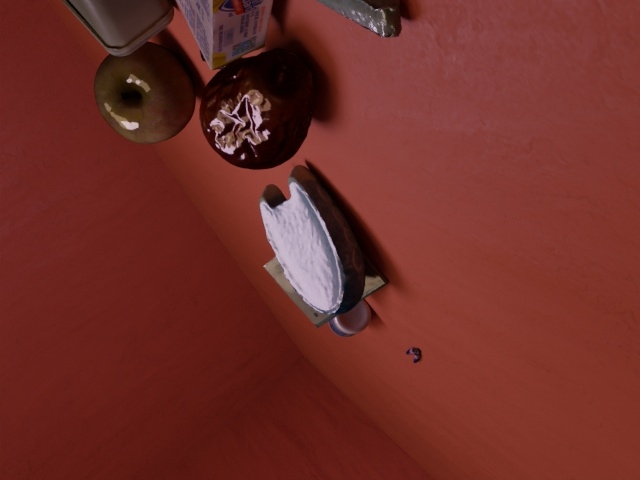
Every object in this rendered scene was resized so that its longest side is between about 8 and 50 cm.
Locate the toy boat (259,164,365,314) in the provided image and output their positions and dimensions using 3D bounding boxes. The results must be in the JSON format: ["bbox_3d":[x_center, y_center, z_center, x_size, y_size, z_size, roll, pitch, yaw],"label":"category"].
[{"bbox_3d":[0.000,0.000,1.470,0.215,0.123,0.330,-30,87,48],"label":"toy boat"}]

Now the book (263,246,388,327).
[{"bbox_3d":[0.007,0.077,1.590,0.215,0.025,0.283,49,135,0],"label":"book"}]

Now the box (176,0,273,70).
[{"bbox_3d":[-0.142,-0.370,0.927,0.168,0.097,0.265,64,168,5],"label":"box"}]

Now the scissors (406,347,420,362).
[{"bbox_3d":[0.239,0.291,1.721,0.039,0.012,0.113,48,167,13],"label":"scissors"}]

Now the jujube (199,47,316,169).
[{"bbox_3d":[-0.099,-0.219,1.119,0.190,0.190,0.255,52,159,-4],"label":"jujube"}]

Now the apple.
[{"bbox_3d":[-0.438,-0.377,1.725,0.257,0.257,0.234,52,-162,-2],"label":"apple"}]

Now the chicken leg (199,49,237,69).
[{"bbox_3d":[-0.183,-0.362,1.282,0.093,0.053,0.205,29,177,-7],"label":"chicken leg"}]

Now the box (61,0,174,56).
[{"bbox_3d":[-0.487,-0.605,1.330,0.352,0.177,0.344,48,170,17],"label":"box"}]

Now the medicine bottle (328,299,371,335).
[{"bbox_3d":[0.076,0.215,1.875,0.103,0.103,0.186,50,167,5],"label":"medicine bottle"}]

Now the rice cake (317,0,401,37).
[{"bbox_3d":[0.023,-0.292,0.787,0.211,0.034,0.043,43,157,34],"label":"rice cake"}]
